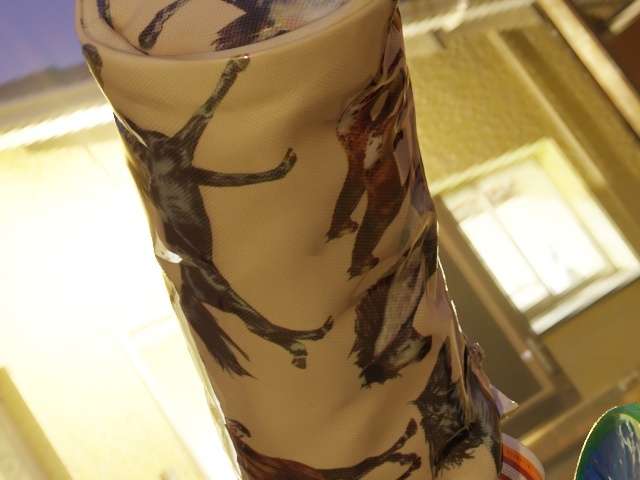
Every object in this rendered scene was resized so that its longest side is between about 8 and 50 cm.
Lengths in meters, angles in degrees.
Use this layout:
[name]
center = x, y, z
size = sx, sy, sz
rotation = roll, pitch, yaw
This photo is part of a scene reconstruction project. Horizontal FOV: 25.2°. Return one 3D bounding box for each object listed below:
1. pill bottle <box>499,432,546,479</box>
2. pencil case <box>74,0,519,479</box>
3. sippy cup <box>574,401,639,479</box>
[pill bottle]
center = 0.089, 0.203, 0.938
size = 0.086, 0.086, 0.152
rotation = -48, 11, 50
[pencil case]
center = 0.000, 0.000, 0.802
size = 0.183, 0.160, 0.410
rotation = -41, -45, -29
[sippy cup]
center = 0.400, 0.291, 1.448
size = 0.224, 0.305, 0.240
rotation = 6, -27, -12
